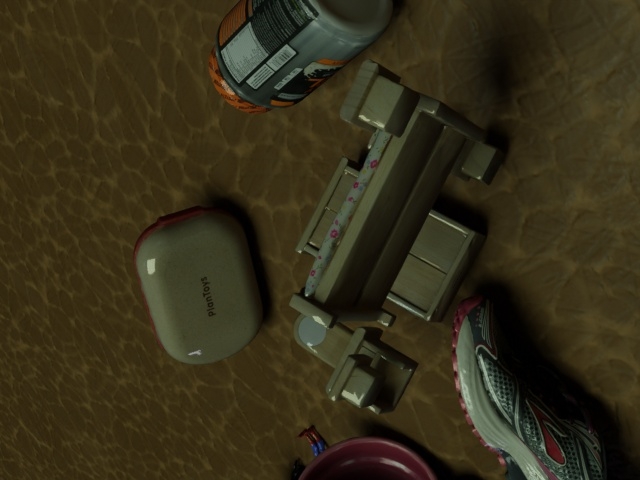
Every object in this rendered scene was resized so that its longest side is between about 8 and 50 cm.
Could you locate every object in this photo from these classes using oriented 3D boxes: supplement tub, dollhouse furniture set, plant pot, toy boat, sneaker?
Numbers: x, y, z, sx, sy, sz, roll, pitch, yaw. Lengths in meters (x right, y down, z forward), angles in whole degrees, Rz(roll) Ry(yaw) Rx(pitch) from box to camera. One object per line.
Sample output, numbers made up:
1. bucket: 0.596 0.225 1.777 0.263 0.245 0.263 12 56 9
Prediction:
1. supplement tub: -0.027 -0.204 0.894 0.117 0.117 0.190 56 142 -4
2. dollhouse furniture set: 0.000 0.000 0.824 0.173 0.355 0.303 29 97 25
3. plant pot: 0.068 0.389 1.206 0.201 0.201 0.180 28 151 27
4. toy boat: -0.171 0.051 1.242 0.151 0.150 0.231 -130 26 -57
5. sneaker: 0.230 0.185 0.955 0.112 0.121 0.299 -28 97 22

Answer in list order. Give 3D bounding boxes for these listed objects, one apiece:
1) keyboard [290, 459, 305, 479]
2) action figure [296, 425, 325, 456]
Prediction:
1. keyboard: -0.020 0.410 1.419 0.100 0.038 0.192 38 138 18
2. action figure: 0.010 0.326 1.333 0.115 0.030 0.038 50 136 1
